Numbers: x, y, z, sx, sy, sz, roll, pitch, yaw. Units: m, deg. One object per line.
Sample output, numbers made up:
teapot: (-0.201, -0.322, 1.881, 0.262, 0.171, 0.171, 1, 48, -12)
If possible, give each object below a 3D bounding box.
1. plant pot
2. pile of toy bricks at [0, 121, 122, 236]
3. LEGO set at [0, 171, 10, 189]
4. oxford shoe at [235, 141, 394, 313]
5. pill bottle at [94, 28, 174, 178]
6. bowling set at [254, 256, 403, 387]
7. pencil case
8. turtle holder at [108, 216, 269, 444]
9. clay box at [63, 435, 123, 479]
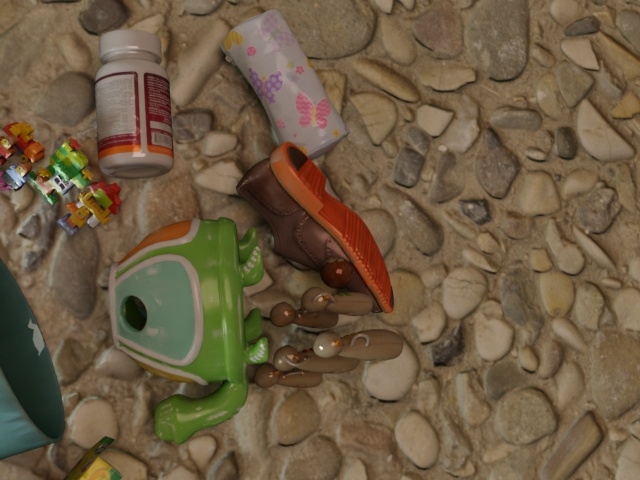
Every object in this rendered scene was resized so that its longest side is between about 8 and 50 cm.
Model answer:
plant pot: (-0.514, 0.180, 1.089, 0.235, 0.293, 0.293, -22, 89, -8)
pile of toy bricks: (-0.400, -0.112, 1.251, 0.105, 0.118, 0.212, -39, 98, 22)
LEGO set: (-0.585, -0.117, 1.208, 0.227, 0.093, 0.087, -8, 83, -22)
oxford shoe: (0.000, 0.000, 1.423, 0.364, 0.132, 0.130, 52, 22, -18)
pill bottle: (-0.304, -0.220, 1.323, 0.121, 0.121, 0.221, -1, 80, -22)
bowling set: (-0.016, 0.125, 1.305, 0.154, 0.287, 0.200, 6, 63, -35)
pencil case: (-0.062, -0.268, 1.434, 0.124, 0.113, 0.273, -31, 92, -10)
turtle holder: (-0.202, 0.123, 1.265, 0.227, 0.243, 0.320, -4, 121, -7)
clay box: (-0.367, 0.388, 1.182, 0.053, 0.127, 0.222, 44, 69, -10)
